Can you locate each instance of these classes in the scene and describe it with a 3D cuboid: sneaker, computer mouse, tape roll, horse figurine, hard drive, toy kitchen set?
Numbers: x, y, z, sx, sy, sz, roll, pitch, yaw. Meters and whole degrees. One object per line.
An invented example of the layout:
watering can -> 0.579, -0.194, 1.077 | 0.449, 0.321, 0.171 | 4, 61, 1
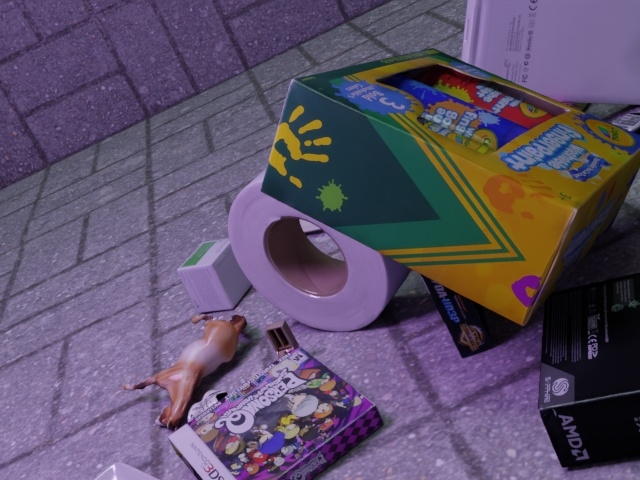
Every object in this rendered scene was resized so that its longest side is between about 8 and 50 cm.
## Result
sneaker -> -0.168, 0.252, 1.410 | 0.037, 0.032, 0.083 | -10, 28, 33
computer mouse -> 0.481, -0.150, 1.593 | 0.193, 0.042, 0.106 | -34, 19, -6
tape roll -> 0.000, 0.000, 1.451 | 0.286, 0.286, 0.100 | -5, 30, 39
horse figurine -> -0.204, 0.193, 1.533 | 0.263, 0.066, 0.174 | -43, 23, -30
hard drive -> 0.430, -0.365, 1.677 | 0.353, 0.233, 0.047 | 0, 18, -10
toy kitchen set -> -0.077, 0.180, 1.415 | 0.068, 0.075, 0.083 | -16, 25, 24

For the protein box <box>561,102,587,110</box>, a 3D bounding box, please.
protein box -> 0.426, -0.336, 1.835 | 0.136, 0.200, 0.201 | -6, 30, 44

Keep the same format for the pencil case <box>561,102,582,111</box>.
pencil case -> 0.379, -0.201, 1.742 | 0.209, 0.095, 0.098 | 1, 71, 46

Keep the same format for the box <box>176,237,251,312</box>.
box -> -0.192, 0.064, 1.746 | 0.087, 0.102, 0.101 | -8, 27, 32

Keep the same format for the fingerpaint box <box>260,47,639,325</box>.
fingerpaint box -> 0.201, -0.106, 1.254 | 0.371, 0.163, 0.445 | 28, 27, 20

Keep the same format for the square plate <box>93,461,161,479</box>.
square plate -> -0.284, 0.430, 1.129 | 0.347, 0.049, 0.344 | -41, 27, -32

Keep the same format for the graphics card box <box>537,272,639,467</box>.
graphics card box -> 0.428, 0.111, 1.018 | 0.370, 0.094, 0.233 | -15, 26, 22

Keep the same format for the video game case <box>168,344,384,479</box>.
video game case -> -0.065, 0.255, 1.261 | 0.232, 0.042, 0.210 | -33, 31, -17

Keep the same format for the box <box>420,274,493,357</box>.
box -> 0.176, 0.035, 1.335 | 0.051, 0.175, 0.220 | -23, 22, 12

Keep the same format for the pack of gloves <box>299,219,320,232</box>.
pack of gloves -> -0.050, -0.055, 1.959 | 0.232, 0.046, 0.195 | -13, 37, 34
